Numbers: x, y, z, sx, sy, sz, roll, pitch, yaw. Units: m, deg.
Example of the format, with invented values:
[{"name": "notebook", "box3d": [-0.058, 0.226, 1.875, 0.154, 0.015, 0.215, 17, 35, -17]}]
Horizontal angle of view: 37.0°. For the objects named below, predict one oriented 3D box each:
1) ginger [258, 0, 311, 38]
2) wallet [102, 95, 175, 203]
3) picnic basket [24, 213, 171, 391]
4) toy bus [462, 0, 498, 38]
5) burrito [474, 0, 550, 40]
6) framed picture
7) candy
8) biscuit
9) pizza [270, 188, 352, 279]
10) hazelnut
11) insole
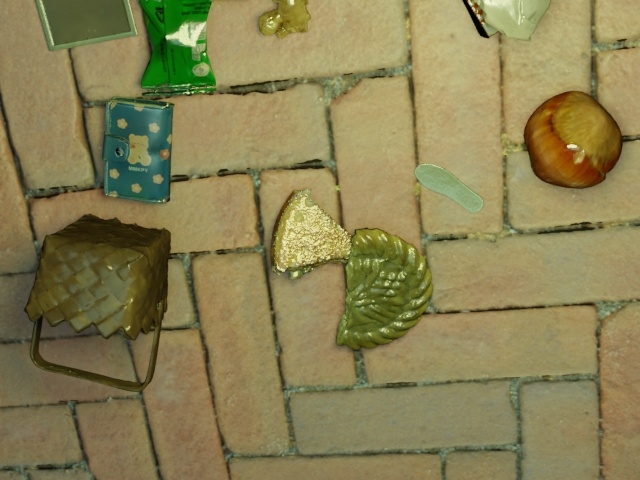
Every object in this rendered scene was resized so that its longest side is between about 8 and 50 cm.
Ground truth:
[{"name": "ginger", "box3d": [-0.032, -0.466, 1.734, 0.193, 0.052, 0.176, -11, 107, 7]}, {"name": "wallet", "box3d": [-0.360, -0.177, 1.879, 0.141, 0.059, 0.202, 9, 112, 7]}, {"name": "picnic basket", "box3d": [-0.432, 0.125, 1.877, 0.254, 0.291, 0.321, 13, 103, 3]}, {"name": "toy bus", "box3d": [0.217, -0.544, 1.649, 0.092, 0.093, 0.409, -29, 105, 8]}, {"name": "burrito", "box3d": [0.357, -0.557, 1.567, 0.138, 0.101, 0.446, 16, 103, 0]}, {"name": "framed picture", "box3d": [-0.449, -0.445, 1.817, 0.183, 0.011, 0.142, -8, 109, 11]}, {"name": "candy", "box3d": [-0.272, -0.368, 1.789, 0.141, 0.078, 0.203, 4, 116, 7]}, {"name": "biscuit", "box3d": [0.133, 0.105, 1.912, 0.187, 0.036, 0.274, 1, 116, -7]}, {"name": "pizza", "box3d": [0.000, 0.000, 1.903, 0.195, 0.052, 0.185, 17, 95, -6]}, {"name": "hazelnut", "box3d": [0.450, -0.171, 1.717, 0.182, 0.182, 0.182, 3, 111, 7]}, {"name": "insole", "box3d": [0.250, -0.102, 1.855, 0.152, 0.002, 0.053, 35, 111, -6]}]
